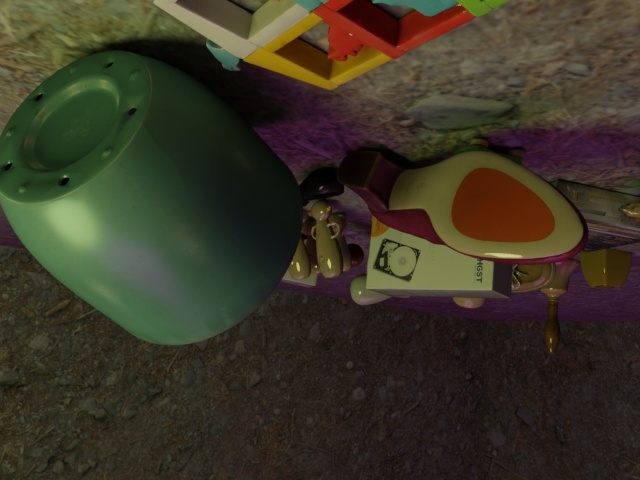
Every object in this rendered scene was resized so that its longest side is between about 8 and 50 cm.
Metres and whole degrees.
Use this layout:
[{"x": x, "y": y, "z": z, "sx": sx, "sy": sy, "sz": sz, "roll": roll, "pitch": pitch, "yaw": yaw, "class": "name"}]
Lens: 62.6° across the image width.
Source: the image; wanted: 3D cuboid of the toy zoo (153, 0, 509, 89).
[{"x": 0.001, "y": -0.195, "z": 0.408, "sx": 0.192, "sy": 0.030, "sz": 0.293, "roll": 14, "pitch": 166, "yaw": -36, "class": "toy zoo"}]

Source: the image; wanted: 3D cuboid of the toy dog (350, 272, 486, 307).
[{"x": 0.241, "y": 0.067, "z": 1.270, "sx": 0.333, "sy": 0.220, "sz": 0.161, "roll": 11, "pitch": -154, "yaw": -11, "class": "toy dog"}]

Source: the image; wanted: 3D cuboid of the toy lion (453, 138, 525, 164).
[{"x": 0.227, "y": -0.108, "z": 0.734, "sx": 0.100, "sy": 0.034, "sz": 0.096, "roll": 11, "pitch": 175, "yaw": -21, "class": "toy lion"}]

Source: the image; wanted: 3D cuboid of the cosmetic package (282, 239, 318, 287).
[{"x": -0.118, "y": 0.045, "z": 1.391, "sx": 0.231, "sy": 0.117, "sz": 0.085, "roll": 15, "pitch": 168, "yaw": -9, "class": "cosmetic package"}]

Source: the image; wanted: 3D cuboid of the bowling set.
[{"x": -0.004, "y": -0.003, "z": 1.172, "sx": 0.199, "sy": 0.154, "sz": 0.287, "roll": -11, "pitch": -178, "yaw": -43, "class": "bowling set"}]

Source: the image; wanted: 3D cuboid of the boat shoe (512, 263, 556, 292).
[{"x": 0.442, "y": 0.075, "z": 1.330, "sx": 0.089, "sy": 0.105, "sz": 0.285, "roll": 12, "pitch": 168, "yaw": -40, "class": "boat shoe"}]

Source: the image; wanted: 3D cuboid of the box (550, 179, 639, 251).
[{"x": 0.438, "y": -0.036, "z": 0.907, "sx": 0.231, "sy": 0.056, "sz": 0.183, "roll": 9, "pitch": 168, "yaw": -15, "class": "box"}]

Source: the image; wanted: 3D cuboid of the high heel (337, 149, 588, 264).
[{"x": 0.196, "y": -0.038, "z": 0.707, "sx": 0.181, "sy": 0.127, "sz": 0.377, "roll": 27, "pitch": -177, "yaw": -41, "class": "high heel"}]

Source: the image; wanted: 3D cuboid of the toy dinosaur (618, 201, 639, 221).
[{"x": 0.525, "y": -0.003, "z": 0.657, "sx": 0.200, "sy": 0.127, "sz": 0.296, "roll": 14, "pitch": -149, "yaw": -46, "class": "toy dinosaur"}]

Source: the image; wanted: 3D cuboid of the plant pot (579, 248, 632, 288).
[{"x": 0.669, "y": 0.069, "z": 1.239, "sx": 0.081, "sy": 0.083, "sz": 0.081, "roll": 9, "pitch": 169, "yaw": -15, "class": "plant pot"}]

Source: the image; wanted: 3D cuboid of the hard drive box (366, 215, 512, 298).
[{"x": 0.204, "y": 0.004, "z": 0.910, "sx": 0.232, "sy": 0.181, "sz": 0.089, "roll": -4, "pitch": 164, "yaw": 38, "class": "hard drive box"}]

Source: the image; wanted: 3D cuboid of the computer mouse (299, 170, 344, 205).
[{"x": -0.020, "y": -0.089, "z": 0.947, "sx": 0.071, "sy": 0.041, "sz": 0.242, "roll": -8, "pitch": 179, "yaw": -20, "class": "computer mouse"}]

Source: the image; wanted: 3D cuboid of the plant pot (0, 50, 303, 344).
[{"x": -0.196, "y": -0.060, "z": 0.587, "sx": 0.292, "sy": 0.293, "sz": 0.235, "roll": 1, "pitch": 153, "yaw": 23, "class": "plant pot"}]

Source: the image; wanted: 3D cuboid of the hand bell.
[{"x": 0.614, "y": 0.175, "z": 1.388, "sx": 0.126, "sy": 0.242, "sz": 0.126, "roll": 6, "pitch": 168, "yaw": 1, "class": "hand bell"}]
